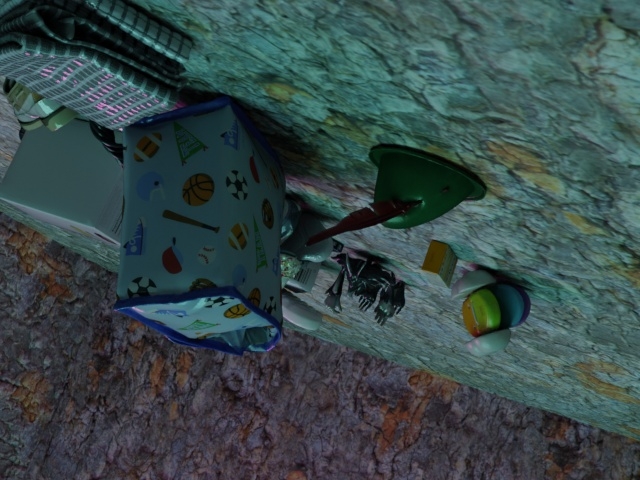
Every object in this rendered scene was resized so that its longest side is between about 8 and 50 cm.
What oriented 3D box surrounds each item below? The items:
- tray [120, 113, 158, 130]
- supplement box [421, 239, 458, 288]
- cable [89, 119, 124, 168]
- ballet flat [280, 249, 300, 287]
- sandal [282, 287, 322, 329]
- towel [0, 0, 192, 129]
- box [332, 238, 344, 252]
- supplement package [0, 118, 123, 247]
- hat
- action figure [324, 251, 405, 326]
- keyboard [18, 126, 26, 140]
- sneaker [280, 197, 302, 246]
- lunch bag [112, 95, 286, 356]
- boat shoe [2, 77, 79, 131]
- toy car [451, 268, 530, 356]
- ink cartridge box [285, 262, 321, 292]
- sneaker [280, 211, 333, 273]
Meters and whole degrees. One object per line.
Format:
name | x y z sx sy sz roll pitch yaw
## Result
tray | -0.312 -0.202 1.777 0.270 0.030 0.145 25 167 -18
supplement box | 0.226 0.046 1.869 0.036 0.062 0.098 15 168 23
cable | -0.321 -0.184 1.613 0.047 0.150 0.184 -21 145 10
ballet flat | -0.095 0.069 1.987 0.091 0.077 0.241 14 170 -11
sandal | -0.170 0.143 2.540 0.169 0.102 0.416 22 -175 -46
towel | -0.330 -0.250 1.359 0.235 0.121 0.284 27 167 -29
box | 0.000 0.000 2.170 0.083 0.018 0.067 29 166 -34
supplement package | -0.477 -0.123 1.996 0.262 0.204 0.145 16 167 26
hat | 0.114 -0.022 1.447 0.209 0.183 0.173 19 169 9
action figure | 0.104 0.116 2.224 0.164 0.140 0.276 18 171 25
keyboard | -0.545 -0.178 2.305 0.317 0.033 0.201 23 169 -6
sneaker | -0.155 -0.058 1.969 0.283 0.110 0.122 8 159 48
lunch bag | -0.170 -0.001 1.619 0.239 0.327 0.385 -6 163 17
boat shoe | -0.472 -0.254 1.671 0.103 0.113 0.302 55 161 -22
toy car | 0.342 0.136 1.939 0.136 0.159 0.182 -13 169 -5
ink cartridge box | -0.200 0.044 2.559 0.308 0.091 0.385 24 167 -14
sneaker | -0.047 0.011 2.070 0.269 0.101 0.153 18 161 45
